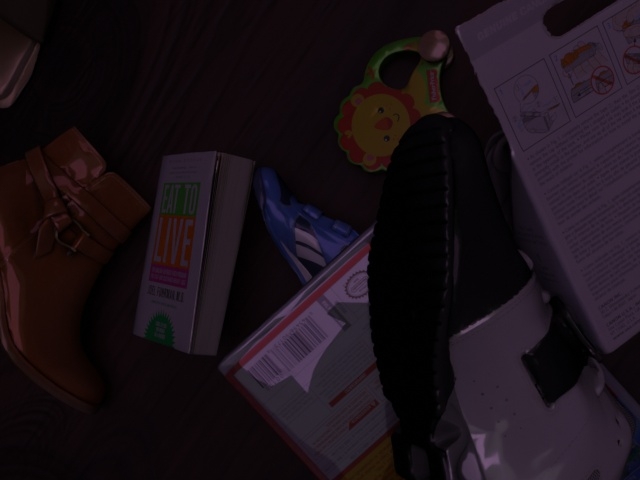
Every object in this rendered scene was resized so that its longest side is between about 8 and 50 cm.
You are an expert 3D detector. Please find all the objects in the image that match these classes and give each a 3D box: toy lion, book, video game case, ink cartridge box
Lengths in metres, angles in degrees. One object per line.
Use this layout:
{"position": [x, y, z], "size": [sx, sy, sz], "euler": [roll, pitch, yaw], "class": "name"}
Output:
{"position": [0.057, -0.102, 0.593], "size": [0.096, 0.034, 0.100], "euler": [-6, 85, 16], "class": "toy lion"}
{"position": [-0.101, 0.007, 0.586], "size": [0.096, 0.035, 0.144], "euler": [5, 85, 50], "class": "book"}
{"position": [0.096, 0.126, 0.548], "size": [0.204, 0.025, 0.285], "euler": [-42, 91, 4], "class": "video game case"}
{"position": [0.193, -0.069, 0.495], "size": [0.181, 0.056, 0.225], "euler": [-32, 102, -12], "class": "ink cartridge box"}

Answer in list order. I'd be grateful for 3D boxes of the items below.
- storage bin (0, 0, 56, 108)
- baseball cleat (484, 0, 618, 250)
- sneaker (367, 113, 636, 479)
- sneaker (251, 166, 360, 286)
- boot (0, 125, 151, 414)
{"position": [-0.370, -0.207, 0.549], "size": [0.260, 0.262, 0.123], "euler": [15, 86, 10], "class": "storage bin"}
{"position": [0.178, -0.086, 0.533], "size": [0.109, 0.072, 0.206], "euler": [18, 89, -35], "class": "baseball cleat"}
{"position": [0.118, 0.084, 0.486], "size": [0.146, 0.122, 0.331], "euler": [-7, 93, -15], "class": "sneaker"}
{"position": [0.000, 0.000, 0.583], "size": [0.059, 0.053, 0.144], "euler": [-34, 90, 6], "class": "sneaker"}
{"position": [-0.190, 0.023, 0.600], "size": [0.152, 0.073, 0.197], "euler": [-41, 107, -16], "class": "boot"}
